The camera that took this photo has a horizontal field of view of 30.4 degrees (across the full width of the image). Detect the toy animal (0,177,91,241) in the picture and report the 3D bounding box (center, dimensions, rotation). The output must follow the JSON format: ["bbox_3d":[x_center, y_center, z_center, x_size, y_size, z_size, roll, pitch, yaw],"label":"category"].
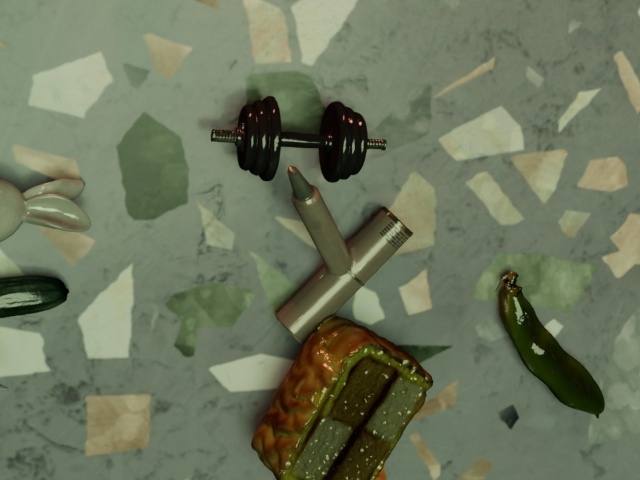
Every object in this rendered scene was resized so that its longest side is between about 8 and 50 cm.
[{"bbox_3d":[-0.364,-0.033,1.322,0.182,0.131,0.127,-37,143,4],"label":"toy animal"}]

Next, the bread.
[{"bbox_3d":[0.022,0.214,1.457,0.181,0.096,0.222,26,97,-39],"label":"bread"}]

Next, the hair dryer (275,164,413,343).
[{"bbox_3d":[-0.010,0.007,1.388,0.195,0.053,0.220,-46,141,1],"label":"hair dryer"}]

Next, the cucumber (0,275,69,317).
[{"bbox_3d":[-0.343,0.065,1.362,0.105,0.048,0.048,-6,106,-15],"label":"cucumber"}]

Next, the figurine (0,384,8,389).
[{"bbox_3d":[-0.455,0.128,1.306,0.209,0.128,0.183,13,124,-30],"label":"figurine"}]

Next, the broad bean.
[{"bbox_3d":[0.300,0.152,1.560,0.065,0.046,0.254,-44,110,-15],"label":"broad bean"}]

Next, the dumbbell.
[{"bbox_3d":[-0.024,-0.116,1.374,0.209,0.099,0.099,2,104,-15],"label":"dumbbell"}]
